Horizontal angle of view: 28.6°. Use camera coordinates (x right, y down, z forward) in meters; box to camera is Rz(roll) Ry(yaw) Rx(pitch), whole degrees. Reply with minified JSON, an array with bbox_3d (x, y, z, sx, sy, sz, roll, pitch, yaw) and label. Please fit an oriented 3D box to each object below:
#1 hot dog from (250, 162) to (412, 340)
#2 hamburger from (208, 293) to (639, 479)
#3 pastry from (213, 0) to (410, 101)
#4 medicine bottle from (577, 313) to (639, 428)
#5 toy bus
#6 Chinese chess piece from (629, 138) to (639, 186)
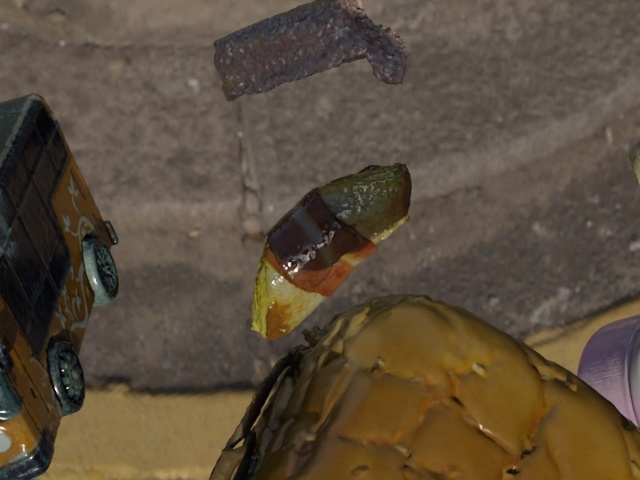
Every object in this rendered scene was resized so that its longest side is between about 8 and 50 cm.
[{"bbox_3d":[-0.002,-0.002,1.431,0.261,0.123,0.093,-44,61,7],"label":"hot dog"},{"bbox_3d":[0.070,0.190,0.799,0.318,0.158,0.319,12,57,-19],"label":"hamburger"},{"bbox_3d":[-0.019,-0.239,1.552,0.265,0.112,0.103,-3,22,27],"label":"pastry"},{"bbox_3d":[0.444,0.149,1.301,0.202,0.316,0.202,13,67,-33],"label":"medicine bottle"},{"bbox_3d":[-0.277,0.037,0.983,0.162,0.194,0.323,-14,30,9],"label":"toy bus"},{"bbox_3d":[0.366,-0.056,1.300,0.051,0.122,0.122,-27,54,24],"label":"Chinese chess piece"}]
